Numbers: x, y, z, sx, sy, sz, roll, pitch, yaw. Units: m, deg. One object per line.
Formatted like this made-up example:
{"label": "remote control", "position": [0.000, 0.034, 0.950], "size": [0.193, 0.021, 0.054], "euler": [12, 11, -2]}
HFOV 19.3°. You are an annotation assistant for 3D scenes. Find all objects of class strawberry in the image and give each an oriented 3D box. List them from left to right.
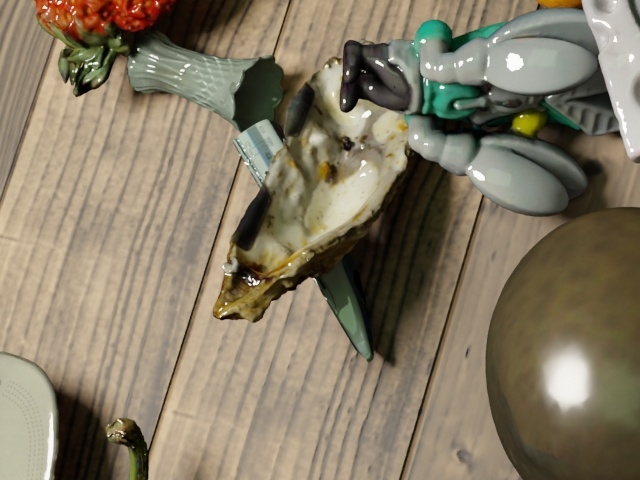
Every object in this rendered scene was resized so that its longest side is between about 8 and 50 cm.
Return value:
{"label": "strawberry", "position": [-0.193, -0.282, 1.816], "size": [0.286, 0.106, 0.188], "euler": [-58, 32, -8]}

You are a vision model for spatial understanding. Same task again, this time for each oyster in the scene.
{"label": "oyster", "position": [0.001, -0.051, 1.673], "size": [0.128, 0.078, 0.345], "euler": [26, 60, 11]}

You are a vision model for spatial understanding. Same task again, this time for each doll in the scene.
{"label": "doll", "position": [0.155, -0.111, 1.623], "size": [0.258, 0.195, 0.153], "euler": [-15, 49, 18]}

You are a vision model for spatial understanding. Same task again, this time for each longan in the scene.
{"label": "longan", "position": [0.266, 0.110, 1.479], "size": [0.300, 0.300, 0.243], "euler": [59, 142, 25]}

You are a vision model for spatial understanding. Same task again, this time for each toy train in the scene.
{"label": "toy train", "position": [0.000, 0.001, 1.721], "size": [0.048, 0.055, 0.252], "euler": [-32, 66, 2]}

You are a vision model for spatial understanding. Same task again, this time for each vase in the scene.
{"label": "vase", "position": [-0.116, -0.157, 1.802], "size": [0.148, 0.081, 0.081], "euler": [20, 84, 30]}

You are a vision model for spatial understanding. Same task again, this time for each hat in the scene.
{"label": "hat", "position": [-0.353, 0.224, 1.728], "size": [0.214, 0.149, 0.245], "euler": [-14, 76, 46]}

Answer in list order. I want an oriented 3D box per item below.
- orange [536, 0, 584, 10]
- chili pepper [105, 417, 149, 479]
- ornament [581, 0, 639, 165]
{"label": "orange", "position": [0.222, -0.242, 1.679], "size": [0.083, 0.083, 0.084], "euler": [-6, 73, 21]}
{"label": "chili pepper", "position": [-0.213, 0.349, 1.685], "size": [0.110, 0.110, 0.388], "euler": [22, 90, 26]}
{"label": "ornament", "position": [0.361, -0.182, 1.501], "size": [0.239, 0.239, 0.239], "euler": [-21, 68, 23]}
